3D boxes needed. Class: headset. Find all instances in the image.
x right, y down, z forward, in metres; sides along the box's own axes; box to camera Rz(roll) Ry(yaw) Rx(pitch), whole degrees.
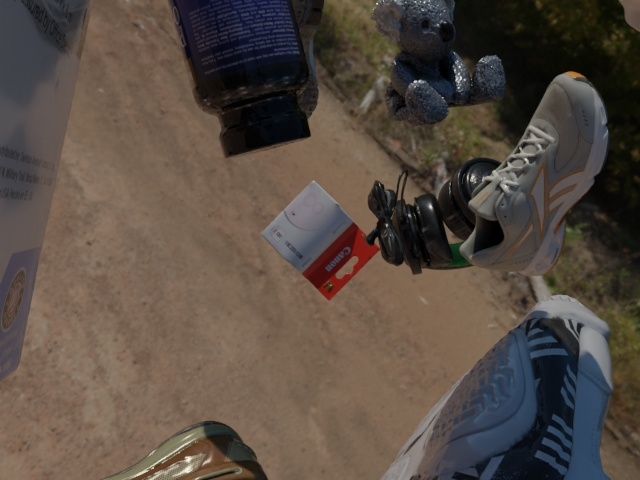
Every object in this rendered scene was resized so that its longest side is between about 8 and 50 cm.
[{"bbox_3d":[0.212,-0.011,1.122,0.394,0.243,0.185,18,53,-44],"label":"headset"}]

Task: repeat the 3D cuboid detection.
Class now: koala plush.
[{"bbox_3d":[0.186,-0.336,1.239,0.203,0.196,0.221,25,-45,63],"label":"koala plush"}]

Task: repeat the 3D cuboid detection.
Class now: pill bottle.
[{"bbox_3d":[-0.080,-0.200,0.707,0.123,0.122,0.219,-25,103,-62],"label":"pill bottle"}]

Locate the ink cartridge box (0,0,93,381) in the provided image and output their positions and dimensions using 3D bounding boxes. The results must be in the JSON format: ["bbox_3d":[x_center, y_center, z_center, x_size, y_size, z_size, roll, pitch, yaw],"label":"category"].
[{"bbox_3d":[-0.210,-0.117,0.309,0.166,0.395,0.285,12,0,-9],"label":"ink cartridge box"}]

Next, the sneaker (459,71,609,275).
[{"bbox_3d":[0.241,-0.068,0.821,0.121,0.263,0.099,-1,30,-19],"label":"sneaker"}]

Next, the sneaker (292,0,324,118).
[{"bbox_3d":[-0.051,-0.279,0.990,0.110,0.297,0.129,5,45,-11],"label":"sneaker"}]

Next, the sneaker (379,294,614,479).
[{"bbox_3d":[0.102,0.191,0.293,0.210,0.137,0.366,37,47,8],"label":"sneaker"}]

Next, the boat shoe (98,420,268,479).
[{"bbox_3d":[-0.193,0.308,0.712,0.324,0.123,0.120,-33,31,-28],"label":"boat shoe"}]

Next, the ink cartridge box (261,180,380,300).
[{"bbox_3d":[0.000,0.000,1.712,0.232,0.189,0.066,45,1,13],"label":"ink cartridge box"}]

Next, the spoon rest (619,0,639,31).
[{"bbox_3d":[0.503,-0.340,1.033,0.137,0.084,0.276,57,24,-24],"label":"spoon rest"}]
